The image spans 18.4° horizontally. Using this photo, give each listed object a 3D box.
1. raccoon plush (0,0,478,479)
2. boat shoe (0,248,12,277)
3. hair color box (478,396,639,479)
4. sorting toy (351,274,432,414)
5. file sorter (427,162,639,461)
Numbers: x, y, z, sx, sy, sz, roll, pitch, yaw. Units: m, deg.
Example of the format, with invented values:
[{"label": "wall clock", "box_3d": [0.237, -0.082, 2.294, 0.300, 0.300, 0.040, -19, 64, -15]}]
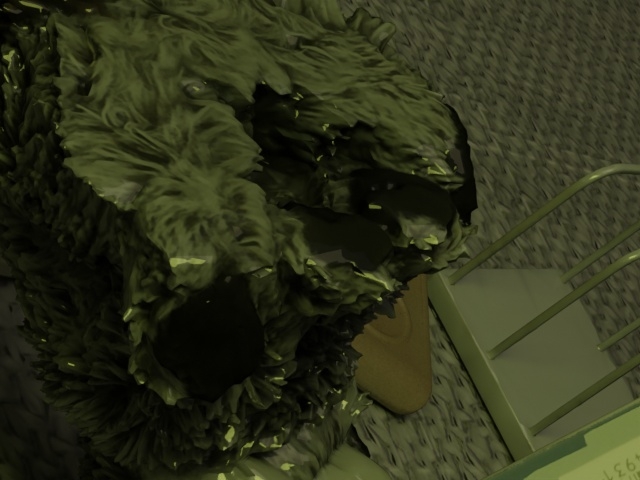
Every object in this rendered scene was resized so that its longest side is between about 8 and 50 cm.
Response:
[{"label": "raccoon plush", "box_3d": [-0.106, -0.008, 0.996, 0.216, 0.299, 0.446, -18, 59, -36]}, {"label": "boat shoe", "box_3d": [-0.172, -0.040, 1.083, 0.098, 0.096, 0.277, 57, 29, 12]}, {"label": "hair color box", "box_3d": [0.146, 0.175, 1.002, 0.113, 0.185, 0.374, 61, -12, 15]}, {"label": "sorting toy", "box_3d": [0.000, 0.000, 1.353, 0.193, 0.038, 0.208, 36, 38, -27]}, {"label": "file sorter", "box_3d": [0.245, 0.103, 1.441, 0.193, 0.173, 0.277, 1, 58, -54]}]
